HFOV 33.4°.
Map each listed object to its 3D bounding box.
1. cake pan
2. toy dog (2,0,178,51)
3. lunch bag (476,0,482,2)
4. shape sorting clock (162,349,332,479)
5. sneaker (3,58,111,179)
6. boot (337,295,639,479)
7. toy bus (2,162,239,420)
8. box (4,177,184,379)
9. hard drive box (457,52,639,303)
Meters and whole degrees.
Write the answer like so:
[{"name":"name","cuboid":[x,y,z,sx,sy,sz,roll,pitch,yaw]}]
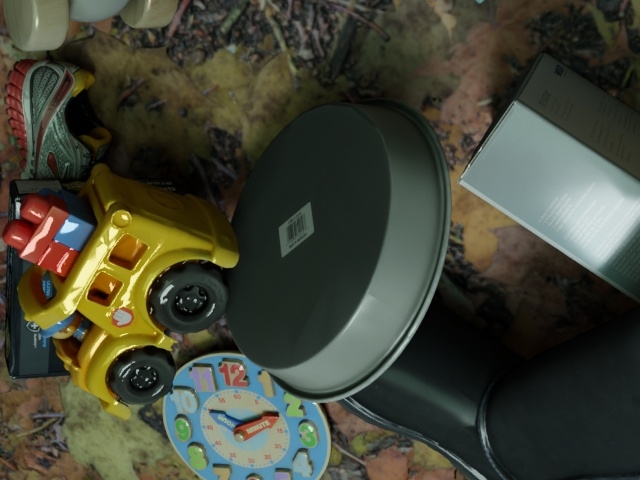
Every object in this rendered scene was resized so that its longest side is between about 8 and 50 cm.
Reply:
[{"name":"cake pan","cuboid":[0.000,0.000,0.981,0.054,0.293,0.293,18,125,-34]},{"name":"toy dog","cuboid":[-0.209,-0.336,0.972,0.161,0.220,0.333,46,115,33]},{"name":"lunch bag","cuboid":[0.163,-0.361,0.832,0.223,0.160,0.262,47,124,-3]},{"name":"shape sorting clock","cuboid":[-0.087,0.217,1.224,0.206,0.040,0.206,7,114,17]},{"name":"sneaker","cuboid":[-0.270,-0.081,1.137,0.093,0.088,0.225,1,115,12]},{"name":"boot","cuboid":[0.186,0.111,0.889,0.367,0.146,0.445,33,162,-7]},{"name":"toy bus","cuboid":[-0.218,0.039,1.032,0.211,0.149,0.220,24,106,-33]},{"name":"box","cuboid":[-0.246,0.041,1.145,0.175,0.051,0.220,-1,117,-23]},{"name":"hard drive box","cuboid":[0.252,-0.048,0.918,0.232,0.181,0.089,35,119,3]}]
